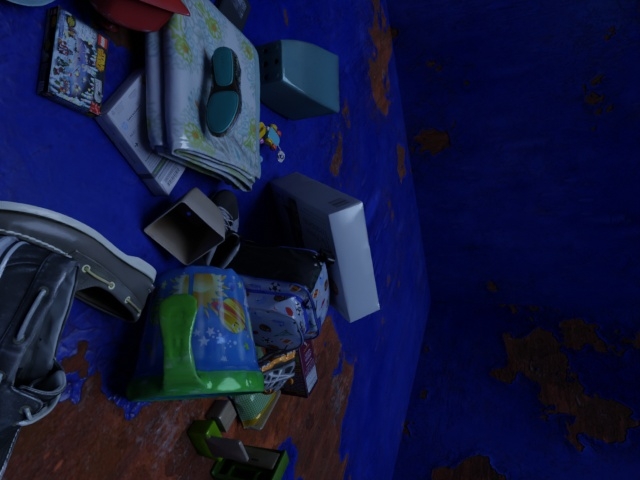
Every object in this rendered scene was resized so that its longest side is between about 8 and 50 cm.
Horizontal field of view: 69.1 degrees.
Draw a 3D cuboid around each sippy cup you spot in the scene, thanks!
[{"bbox_3d":[-0.223,0.170,0.849,0.240,0.306,0.223,10,66,-37],"label":"sippy cup"}]

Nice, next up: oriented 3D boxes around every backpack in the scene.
[{"bbox_3d":[-0.098,0.138,1.086,0.263,0.277,0.213,68,38,-54],"label":"backpack"}]

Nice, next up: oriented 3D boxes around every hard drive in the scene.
[{"bbox_3d":[-0.211,-0.554,1.118,0.094,0.022,0.135,56,40,-54],"label":"hard drive"}]

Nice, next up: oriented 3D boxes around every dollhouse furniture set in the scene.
[{"bbox_3d":[-0.141,0.393,1.090,0.301,0.152,0.197,-57,140,-52],"label":"dollhouse furniture set"}]

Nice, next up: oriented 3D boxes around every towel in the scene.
[{"bbox_3d":[-0.223,-0.309,0.947,0.320,0.090,0.373,20,64,-71],"label":"towel"}]

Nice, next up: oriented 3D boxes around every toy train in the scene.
[{"bbox_3d":[-0.157,-0.245,1.209,0.166,0.046,0.125,-25,113,-61],"label":"toy train"}]

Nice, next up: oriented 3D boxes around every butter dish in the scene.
[{"bbox_3d":[-0.325,-0.397,0.756,0.160,0.118,0.160,51,29,13],"label":"butter dish"}]

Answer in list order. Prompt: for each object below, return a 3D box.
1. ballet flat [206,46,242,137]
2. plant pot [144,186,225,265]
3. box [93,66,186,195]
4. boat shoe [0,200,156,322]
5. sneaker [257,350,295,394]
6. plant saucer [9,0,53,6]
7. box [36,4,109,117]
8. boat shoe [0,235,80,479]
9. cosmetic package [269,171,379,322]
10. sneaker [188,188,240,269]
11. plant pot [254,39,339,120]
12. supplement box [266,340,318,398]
[{"bbox_3d":[-0.173,-0.266,0.865,0.070,0.070,0.188,35,54,-62],"label":"ballet flat"},{"bbox_3d":[-0.250,-0.038,0.897,0.109,0.109,0.096,47,25,-26],"label":"plant pot"},{"bbox_3d":[-0.313,-0.197,0.859,0.186,0.038,0.145,65,32,-45],"label":"box"},{"bbox_3d":[-0.354,0.041,0.671,0.305,0.109,0.091,51,39,-60],"label":"boat shoe"},{"bbox_3d":[-0.127,0.306,1.031,0.215,0.084,0.083,-9,91,-48],"label":"sneaker"},{"bbox_3d":[-0.427,-0.409,0.608,0.195,0.038,0.194,0,90,-66],"label":"plant saucer"},{"bbox_3d":[-0.380,-0.273,0.720,0.094,0.027,0.136,19,72,-66],"label":"box"},{"bbox_3d":[-0.363,0.166,0.537,0.121,0.119,0.334,-108,-147,-80],"label":"boat shoe"},{"bbox_3d":[0.000,0.000,1.201,0.098,0.377,0.284,-23,116,-18],"label":"cosmetic package"},{"bbox_3d":[-0.198,-0.020,0.976,0.086,0.132,0.228,25,62,-29],"label":"sneaker"},{"bbox_3d":[-0.077,-0.441,1.258,0.234,0.166,0.165,-2,91,-60],"label":"plant pot"},{"bbox_3d":[-0.079,0.333,1.291,0.081,0.104,0.188,-44,129,-59],"label":"supplement box"}]
